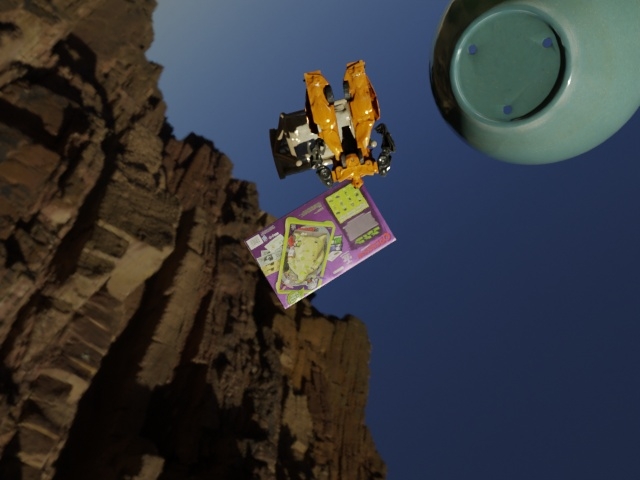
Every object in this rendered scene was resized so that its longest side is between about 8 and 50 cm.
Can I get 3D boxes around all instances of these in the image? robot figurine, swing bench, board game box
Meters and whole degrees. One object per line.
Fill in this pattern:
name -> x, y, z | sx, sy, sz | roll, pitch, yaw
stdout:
robot figurine -> 0.063, -0.268, 1.310 | 0.211, 0.291, 0.085 | -11, -165, 6
swing bench -> -0.006, -0.309, 1.657 | 0.253, 0.165, 0.255 | -18, -177, -15
board game box -> 0.000, 0.000, 1.427 | 0.347, 0.208, 0.056 | -31, 179, -11

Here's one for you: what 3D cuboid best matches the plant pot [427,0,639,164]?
plant pot -> 0.256, -0.223, 0.684 | 0.290, 0.290, 0.195 | -19, -172, 35
